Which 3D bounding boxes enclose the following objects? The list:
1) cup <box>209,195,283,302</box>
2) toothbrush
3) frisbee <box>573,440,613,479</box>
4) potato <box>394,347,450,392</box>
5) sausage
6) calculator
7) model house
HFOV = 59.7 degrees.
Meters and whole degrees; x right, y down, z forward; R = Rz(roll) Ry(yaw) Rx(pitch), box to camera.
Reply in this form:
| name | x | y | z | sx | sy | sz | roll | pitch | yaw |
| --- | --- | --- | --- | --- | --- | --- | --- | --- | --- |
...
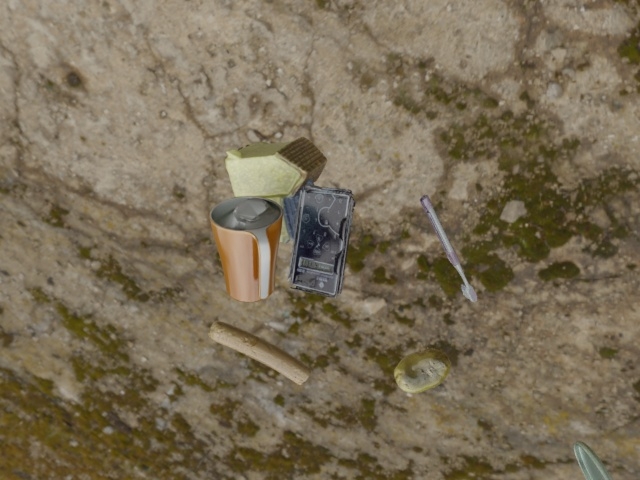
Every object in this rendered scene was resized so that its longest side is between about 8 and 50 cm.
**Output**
| name | x | y | z | sx | sy | sz | roll | pitch | yaw |
| --- | --- | --- | --- | --- | --- | --- | --- | --- | --- |
| cup | -0.176 | 0.031 | 1.419 | 0.182 | 0.226 | 0.264 | -12 | 124 | -20 |
| toothbrush | 0.310 | 0.028 | 1.348 | 0.029 | 0.024 | 0.354 | 20 | 150 | 52 |
| frisbee | 0.404 | 0.345 | 0.810 | 0.014 | 0.110 | 0.110 | -24 | 116 | 1 |
| potato | 0.242 | 0.309 | 1.328 | 0.137 | 0.070 | 0.092 | -19 | 80 | 0 |
| sausage | -0.164 | 0.301 | 1.518 | 0.301 | 0.066 | 0.066 | 31 | 132 | -15 |
| calculator | 0.000 | 0.000 | 1.420 | 0.165 | 0.028 | 0.275 | 9 | 93 | 31 |
| model house | -0.095 | -0.153 | 1.668 | 0.266 | 0.261 | 0.322 | -3 | 113 | 26 |
